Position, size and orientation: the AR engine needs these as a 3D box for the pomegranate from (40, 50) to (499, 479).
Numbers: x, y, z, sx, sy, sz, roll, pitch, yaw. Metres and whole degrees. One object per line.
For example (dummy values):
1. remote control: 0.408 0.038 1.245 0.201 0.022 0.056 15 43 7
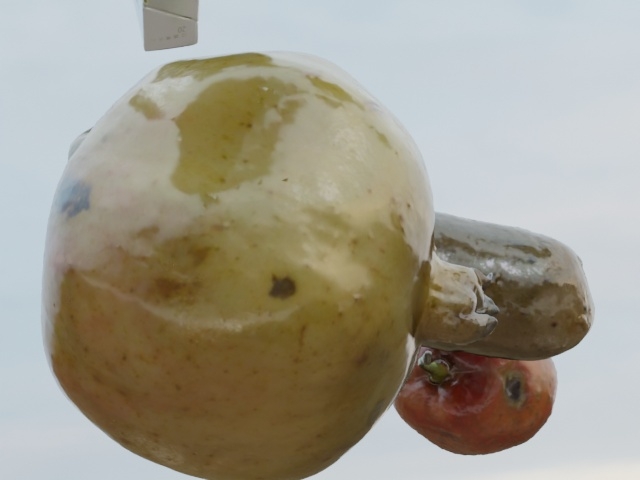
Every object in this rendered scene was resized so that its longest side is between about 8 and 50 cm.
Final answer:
1. pomegranate: -0.037 0.021 1.444 0.342 0.342 0.342 -3 -13 -1

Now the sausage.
1. sausage: -0.001 0.002 1.730 0.500 0.136 0.123 16 -35 11

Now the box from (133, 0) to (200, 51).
1. box: -0.094 -0.194 1.147 0.040 0.084 0.154 -10 -35 -13

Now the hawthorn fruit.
1. hawthorn fruit: 0.126 0.138 1.941 0.165 0.165 0.285 -10 -10 26
